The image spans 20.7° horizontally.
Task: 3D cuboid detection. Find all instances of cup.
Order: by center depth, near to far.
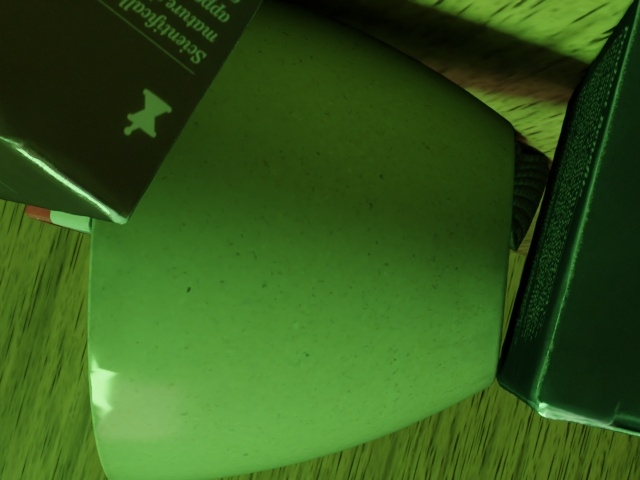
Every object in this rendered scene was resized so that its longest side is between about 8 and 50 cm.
[{"bbox_3d":[0.000,0.000,1.123,0.236,0.331,0.331,4,177,3],"label":"cup"}]

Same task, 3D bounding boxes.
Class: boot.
[{"bbox_3d":[0.106,-0.070,1.551,0.161,0.083,0.246,21,174,21],"label":"boot"}]

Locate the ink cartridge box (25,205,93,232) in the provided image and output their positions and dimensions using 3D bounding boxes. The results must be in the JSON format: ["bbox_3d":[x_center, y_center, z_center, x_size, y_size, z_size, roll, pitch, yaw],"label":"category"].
[{"bbox_3d":[-0.140,-0.080,1.500,0.100,0.172,0.237,17,177,-35],"label":"ink cartridge box"}]

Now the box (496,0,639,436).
[{"bbox_3d":[0.270,0.025,0.982,0.293,0.212,0.395,15,178,3],"label":"box"}]

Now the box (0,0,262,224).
[{"bbox_3d":[-0.212,-0.126,0.905,0.191,0.143,0.381,37,168,-28],"label":"box"}]
